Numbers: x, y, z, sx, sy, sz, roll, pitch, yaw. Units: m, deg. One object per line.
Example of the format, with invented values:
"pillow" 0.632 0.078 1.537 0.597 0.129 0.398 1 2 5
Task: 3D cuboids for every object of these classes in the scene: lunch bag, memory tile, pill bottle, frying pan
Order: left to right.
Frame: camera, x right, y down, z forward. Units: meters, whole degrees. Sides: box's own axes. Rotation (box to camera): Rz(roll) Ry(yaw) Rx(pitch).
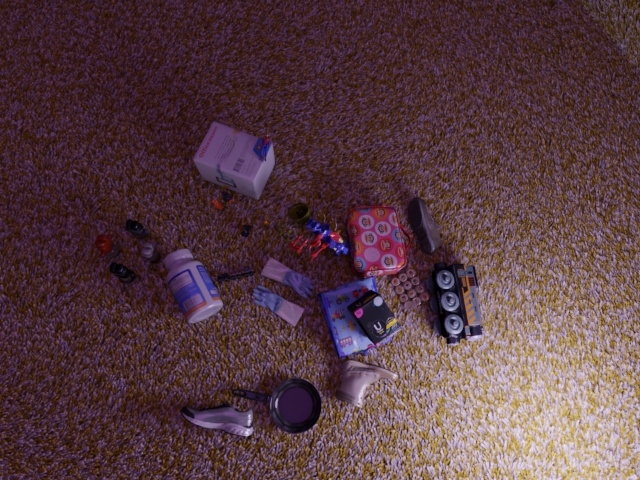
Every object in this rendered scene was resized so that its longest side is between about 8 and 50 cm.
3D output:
"pill bottle" -0.510 0.174 1.722 0.152 0.152 0.272 -29 75 -9
"frying pan" -0.156 0.631 1.641 0.326 0.053 0.197 -10 73 -2
"lunch bag" 0.140 0.313 1.716 0.221 0.138 0.293 -17 83 -9
"lunch bag" 0.242 -0.002 1.807 0.258 0.120 0.292 -5 73 -3
"memory tile" 0.363 0.199 1.783 0.113 0.012 0.148 -31 75 13

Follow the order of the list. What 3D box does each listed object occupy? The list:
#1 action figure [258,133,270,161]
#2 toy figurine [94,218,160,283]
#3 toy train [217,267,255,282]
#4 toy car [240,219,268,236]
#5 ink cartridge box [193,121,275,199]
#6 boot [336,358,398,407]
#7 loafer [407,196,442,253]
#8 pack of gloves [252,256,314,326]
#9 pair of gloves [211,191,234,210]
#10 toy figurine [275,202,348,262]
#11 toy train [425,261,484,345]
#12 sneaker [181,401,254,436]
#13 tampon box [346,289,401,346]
"action figure" -0.224 -0.377 1.757 0.038 0.030 0.115 6 71 2
"toy figurine" -0.771 0.043 1.767 0.210 0.148 0.213 -35 75 -17
"toy train" -0.347 0.141 1.801 0.158 0.027 0.036 -12 63 -4
"toy car" -0.284 -0.054 1.866 0.122 0.060 0.040 -10 28 -21
"ink cartridge box" -0.358 -0.336 1.856 0.270 0.197 0.198 21 73 4
"boot" 0.177 0.553 1.659 0.213 0.077 0.165 12 72 8
"loafer" 0.448 -0.067 1.858 0.088 0.094 0.251 -11 82 -30
"pack of gloves" -0.152 0.209 1.786 0.232 0.046 0.195 28 86 10
"pair of gloves" -0.424 -0.171 1.902 0.083 0.010 0.074 -43 78 -13
"toy figurine" 0.000 0.000 1.802 0.191 0.217 0.362 -54 37 -1
"toy train" 0.542 0.244 1.736 0.190 0.142 0.333 -3 73 -12
"sneaker" -0.375 0.643 1.609 0.272 0.100 0.107 12 72 -1
"tampon box" 0.199 0.287 1.625 0.120 0.101 0.161 -36 101 -8
